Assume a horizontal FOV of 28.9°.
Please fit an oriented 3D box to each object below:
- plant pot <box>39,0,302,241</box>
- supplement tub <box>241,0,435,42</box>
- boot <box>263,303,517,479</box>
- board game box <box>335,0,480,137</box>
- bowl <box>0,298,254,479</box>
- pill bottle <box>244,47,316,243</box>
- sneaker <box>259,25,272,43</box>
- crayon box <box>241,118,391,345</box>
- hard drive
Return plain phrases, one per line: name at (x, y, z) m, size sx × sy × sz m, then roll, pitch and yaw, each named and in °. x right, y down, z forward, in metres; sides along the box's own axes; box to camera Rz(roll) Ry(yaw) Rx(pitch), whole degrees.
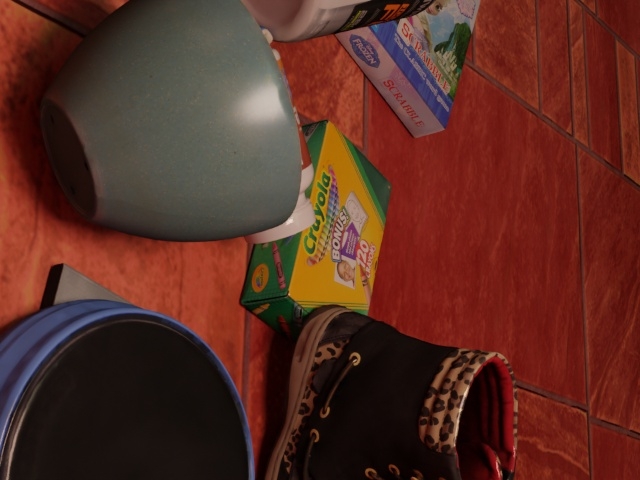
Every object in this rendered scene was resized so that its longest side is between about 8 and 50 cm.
plant pot at (-0.179, -0.117, 1.309) m, size 0.195 × 0.290 × 0.290 m, roll -23°, pitch 100°, yaw -26°
supplement tub at (0.045, -0.380, 1.655) m, size 0.316 × 0.193 × 0.194 m, roll -21°, pitch 98°, yaw -41°
boot at (0.079, 0.277, 1.465) m, size 0.138 × 0.284 × 0.378 m, roll 13°, pitch 85°, yaw -45°
board game box at (0.127, -0.384, 1.958) m, size 0.319 × 0.065 × 0.318 m, roll 47°, pitch 45°, yaw -36°
bowl at (-0.210, 0.253, 1.268) m, size 0.391 × 0.077 × 0.391 m, roll 12°, pitch 75°, yaw -51°
pill bottle at (-0.078, -0.112, 1.485) m, size 0.121 × 0.121 × 0.216 m, roll -35°, pitch 113°, yaw -53°
sneaker at (-0.100, -0.176, 1.567) m, size 0.080 × 0.081 × 0.211 m, roll 7°, pitch 77°, yaw -55°
crayon box at (0.000, 0.000, 1.656) m, size 0.165 × 0.081 × 0.279 m, roll 42°, pitch 49°, yaw -41°
hard drive at (-0.245, 0.095, 1.336) m, size 0.135 × 0.022 × 0.094 m, roll 37°, pitch 52°, yaw -44°
